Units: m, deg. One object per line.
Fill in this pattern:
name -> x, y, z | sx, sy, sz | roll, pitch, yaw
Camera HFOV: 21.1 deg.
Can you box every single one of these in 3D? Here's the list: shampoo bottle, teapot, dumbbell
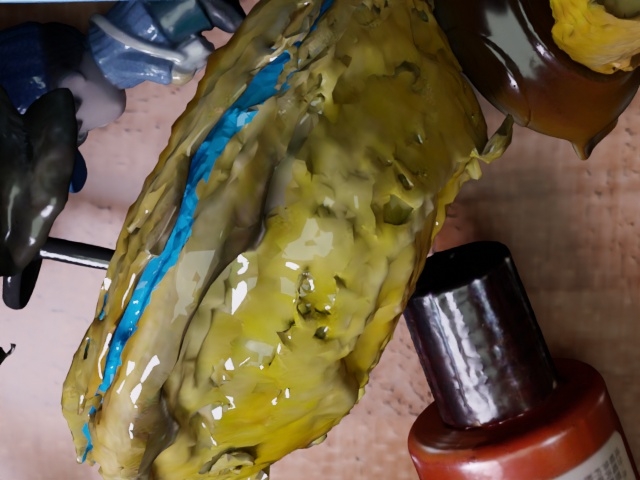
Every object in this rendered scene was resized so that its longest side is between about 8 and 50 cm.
shampoo bottle -> 0.110, 0.132, 0.862 | 0.104, 0.104, 0.278 | -19, 106, 8
teapot -> 0.100, -0.096, 0.809 | 0.129, 0.078, 0.098 | 48, 60, -13
dumbbell -> -0.118, 0.007, 0.851 | 0.147, 0.069, 0.069 | 12, 108, -1

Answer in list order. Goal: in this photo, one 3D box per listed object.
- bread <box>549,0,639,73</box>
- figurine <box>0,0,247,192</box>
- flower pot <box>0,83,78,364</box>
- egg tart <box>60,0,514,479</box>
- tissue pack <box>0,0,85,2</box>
bread -> 0.153, -0.174, 0.731 | 0.160, 0.147, 0.260 | 47, 70, -3
figurine -> -0.106, -0.089, 0.818 | 0.136, 0.077, 0.079 | -43, 121, 11
flower pot -> -0.258, -0.004, 0.720 | 0.302, 0.302, 0.213 | 20, 142, -4
egg tart -> 0.000, 0.000, 0.723 | 0.107, 0.291, 0.290 | 27, 107, 8
tissue pack -> -0.093, -0.184, 0.686 | 0.198, 0.263, 0.146 | 0, 107, 3
